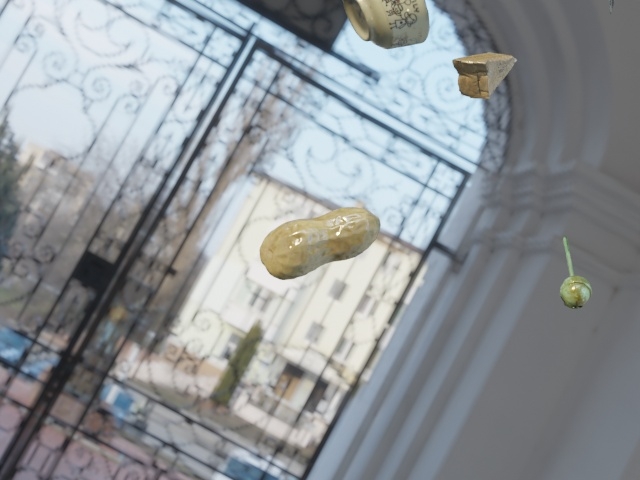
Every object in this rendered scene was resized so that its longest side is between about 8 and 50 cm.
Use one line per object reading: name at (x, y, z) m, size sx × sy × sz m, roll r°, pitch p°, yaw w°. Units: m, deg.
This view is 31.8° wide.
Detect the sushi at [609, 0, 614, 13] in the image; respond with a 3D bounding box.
sushi at (0.557, -0.575, 2.072) m, size 0.050 × 0.264 × 0.290 m, roll -3°, pitch 26°, yaw 20°

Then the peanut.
peanut at (0.000, 0.000, 2.285) m, size 0.123 × 0.257 × 0.123 m, roll 161°, pitch -90°, yaw -90°

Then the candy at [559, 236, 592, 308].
candy at (0.465, 0.054, 2.090) m, size 0.061 × 0.061 × 0.202 m, roll 30°, pitch 31°, yaw -15°

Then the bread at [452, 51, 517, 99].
bread at (0.352, -0.383, 2.400) m, size 0.077 × 0.152 × 0.105 m, roll 13°, pitch -39°, yaw 30°

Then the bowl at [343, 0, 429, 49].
bowl at (0.133, -0.528, 2.527) m, size 0.237 × 0.126 × 0.238 m, roll 59°, pitch -11°, yaw 19°
